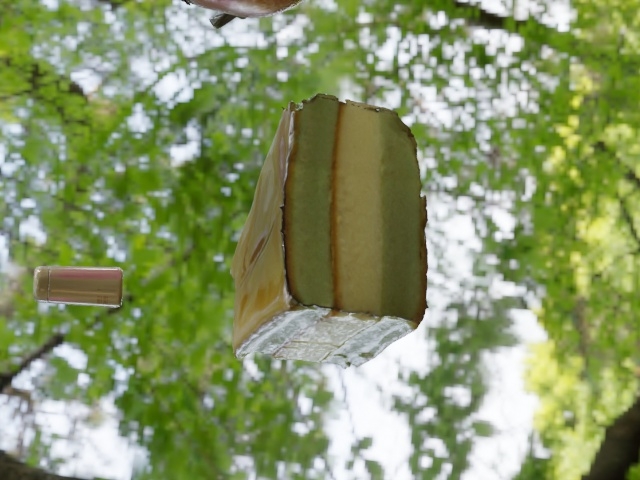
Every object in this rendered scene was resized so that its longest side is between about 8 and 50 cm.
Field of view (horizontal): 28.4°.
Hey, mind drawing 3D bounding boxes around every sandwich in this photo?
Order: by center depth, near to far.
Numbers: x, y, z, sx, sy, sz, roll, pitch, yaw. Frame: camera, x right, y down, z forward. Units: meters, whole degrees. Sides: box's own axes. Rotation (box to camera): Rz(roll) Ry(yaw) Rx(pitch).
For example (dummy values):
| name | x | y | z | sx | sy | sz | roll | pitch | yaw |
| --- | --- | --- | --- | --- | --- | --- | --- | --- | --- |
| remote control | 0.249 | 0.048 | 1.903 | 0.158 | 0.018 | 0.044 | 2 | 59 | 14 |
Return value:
| name | x | y | z | sx | sy | sz | roll | pitch | yaw |
| --- | --- | --- | --- | --- | --- | --- | --- | --- | --- |
| sandwich | 0.000 | 0.000 | 1.296 | 0.198 | 0.155 | 0.227 | 136 | 141 | -60 |

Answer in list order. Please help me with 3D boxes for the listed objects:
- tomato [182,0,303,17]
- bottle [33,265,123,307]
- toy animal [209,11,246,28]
| name | x | y | z | sx | sy | sz | roll | pitch | yaw |
| --- | --- | --- | --- | --- | --- | --- | --- | --- | --- |
| tomato | -0.052 | -0.332 | 1.337 | 0.181 | 0.155 | 0.214 | 86 | -155 | -43 |
| bottle | -0.266 | 0.050 | 1.390 | 0.045 | 0.096 | 0.045 | -178 | 90 | -78 |
| toy animal | -0.178 | -0.453 | 2.029 | 0.210 | 0.117 | 0.121 | 64 | 149 | 32 |
